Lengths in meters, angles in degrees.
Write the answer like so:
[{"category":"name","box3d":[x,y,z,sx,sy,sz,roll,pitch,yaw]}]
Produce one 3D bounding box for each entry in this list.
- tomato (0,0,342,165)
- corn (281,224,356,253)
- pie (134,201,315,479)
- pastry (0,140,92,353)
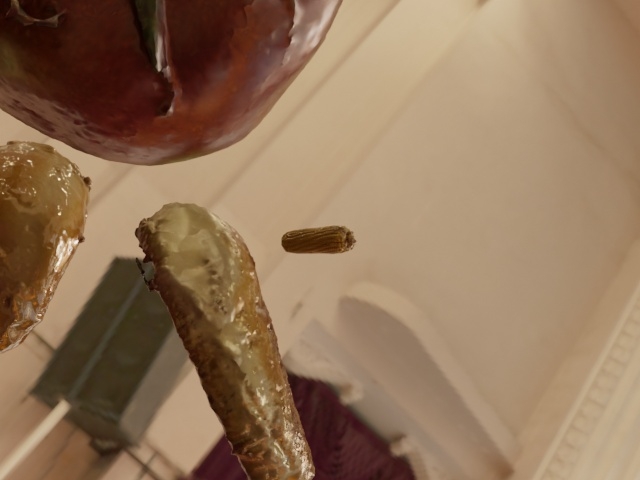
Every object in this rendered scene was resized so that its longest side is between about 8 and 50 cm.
[{"category":"tomato","box3d":[-0.113,-0.193,0.729,0.303,0.303,0.239,37,-15,3]},{"category":"corn","box3d":[0.000,0.000,1.071,0.083,0.027,0.028,-3,-10,36]},{"category":"pie","box3d":[-0.078,0.101,1.045,0.315,0.092,0.315,158,-90,-87]},{"category":"pastry","box3d":[-0.413,0.000,1.369,0.184,0.284,0.315,30,-6,-21]}]
